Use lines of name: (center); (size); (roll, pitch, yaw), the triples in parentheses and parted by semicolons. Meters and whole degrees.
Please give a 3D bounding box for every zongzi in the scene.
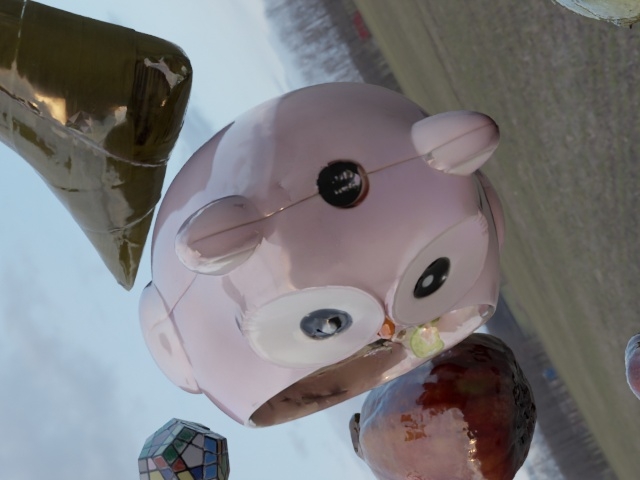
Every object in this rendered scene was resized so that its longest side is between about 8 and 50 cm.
zongzi: (-0.290, -0.091, 0.871); (0.273, 0.300, 0.145); (12, -154, -18)

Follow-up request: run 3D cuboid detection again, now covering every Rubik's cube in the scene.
Rubik's cube: (-0.154, 0.257, 0.967); (0.093, 0.111, 0.111); (53, -179, 43)

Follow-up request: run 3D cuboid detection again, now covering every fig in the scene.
fig: (0.162, 0.228, 1.071); (0.223, 0.263, 0.224); (16, -129, -20)

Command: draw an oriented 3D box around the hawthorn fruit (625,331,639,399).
hawthorn fruit: (0.564, 0.219, 1.302); (0.203, 0.162, 0.163); (54, -169, -16)

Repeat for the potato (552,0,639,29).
potato: (0.439, -0.443, 1.258); (0.219, 0.270, 0.359); (21, -142, -9)

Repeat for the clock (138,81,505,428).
clock: (0.000, 0.000, 0.783); (0.377, 0.368, 0.251); (96, 151, -70)
